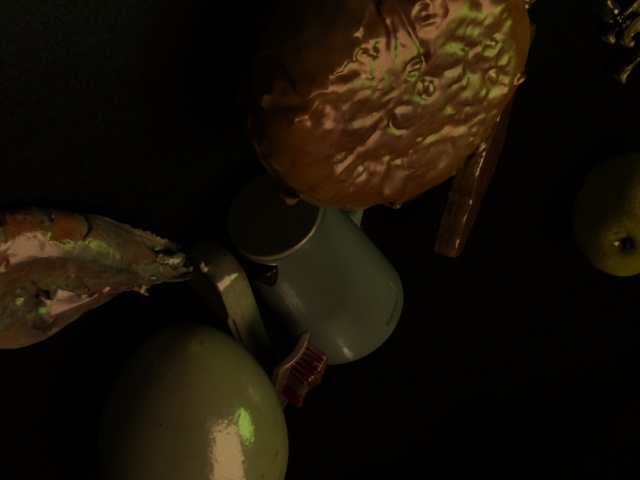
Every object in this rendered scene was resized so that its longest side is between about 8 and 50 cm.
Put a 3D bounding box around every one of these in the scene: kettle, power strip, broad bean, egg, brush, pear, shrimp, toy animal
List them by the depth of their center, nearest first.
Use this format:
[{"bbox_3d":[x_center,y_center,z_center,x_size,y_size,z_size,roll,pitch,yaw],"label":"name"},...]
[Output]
[{"bbox_3d":[-0.251,0.044,1.498,0.317,0.062,0.164,4,126,-51],"label":"shrimp"},{"bbox_3d":[-0.144,0.218,1.691,0.218,0.218,0.295,-27,136,-35],"label":"egg"},{"bbox_3d":[0.000,0.000,1.725,0.211,0.160,0.243,-62,150,-19],"label":"kettle"},{"bbox_3d":[-0.106,0.088,1.735,0.048,0.080,0.286,-45,150,-19],"label":"power strip"},{"bbox_3d":[-0.033,0.180,1.807,0.060,0.050,0.321,-53,175,-18],"label":"brush"},{"bbox_3d":[0.382,-0.368,1.893,0.046,0.061,0.195,-46,149,-57],"label":"broad bean"},{"bbox_3d":[0.457,-0.302,2.078,0.136,0.073,0.181,-52,140,-11],"label":"toy animal"},{"bbox_3d":[0.477,-0.041,2.296,0.198,0.198,0.198,-35,148,-25],"label":"pear"}]

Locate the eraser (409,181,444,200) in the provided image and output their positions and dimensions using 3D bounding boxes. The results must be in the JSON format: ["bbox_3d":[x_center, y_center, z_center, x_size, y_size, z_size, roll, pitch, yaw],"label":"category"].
[{"bbox_3d":[0.143,-0.140,1.850,0.082,0.036,0.225,-27,144,-38],"label":"eraser"}]

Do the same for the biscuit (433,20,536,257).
[{"bbox_3d":[0.207,-0.131,1.887,0.183,0.047,0.320,-58,166,-56],"label":"biscuit"}]

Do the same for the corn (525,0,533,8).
[{"bbox_3d":[0.139,-0.233,1.679,0.320,0.097,0.097,-45,151,-7],"label":"corn"}]

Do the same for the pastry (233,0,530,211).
[{"bbox_3d":[0.052,-0.181,1.512,0.315,0.184,0.284,-36,138,-7],"label":"pastry"}]
